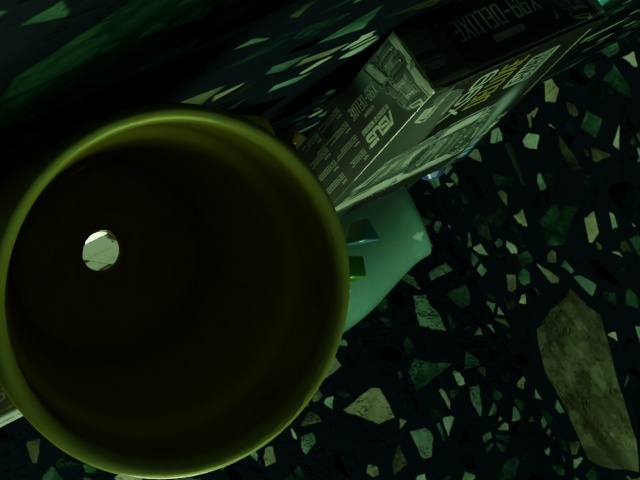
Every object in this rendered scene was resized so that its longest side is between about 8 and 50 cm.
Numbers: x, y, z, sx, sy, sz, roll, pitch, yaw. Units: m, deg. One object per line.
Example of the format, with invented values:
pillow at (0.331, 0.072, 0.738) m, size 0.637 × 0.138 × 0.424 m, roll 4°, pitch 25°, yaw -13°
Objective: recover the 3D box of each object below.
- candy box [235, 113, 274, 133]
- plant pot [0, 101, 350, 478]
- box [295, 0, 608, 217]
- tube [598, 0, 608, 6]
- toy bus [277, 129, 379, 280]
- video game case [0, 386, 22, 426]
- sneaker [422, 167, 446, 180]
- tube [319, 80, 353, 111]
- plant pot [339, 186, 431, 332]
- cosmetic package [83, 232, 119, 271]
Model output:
candy box at (-0.113, -0.088, 1.525) m, size 0.105 × 0.027 × 0.206 m, roll -23°, pitch 180°, yaw 10°
plant pot at (-0.137, 0.023, 1.181) m, size 0.254 × 0.254 × 0.239 m, roll -26°, pitch -165°, yaw -17°
box at (0.115, -0.144, 1.655) m, size 0.242 × 0.076 × 0.307 m, roll -26°, pitch 168°, yaw -34°
tube at (0.318, -0.291, 1.814) m, size 0.207 × 0.052 × 0.080 m, roll -34°, pitch -174°, yaw 23°
toy bus at (-0.048, -0.024, 1.894) m, size 0.104 × 0.191 × 0.202 m, roll -17°, pitch -178°, yaw 44°
video game case at (-0.356, 0.115, 1.772) m, size 0.173 × 0.190 × 0.022 m, roll -27°, pitch 145°, yaw 29°
sneaker at (0.133, -0.145, 2.042) m, size 0.111 × 0.131 × 0.296 m, roll -25°, pitch 178°, yaw 0°
tube at (0.050, -0.150, 1.785) m, size 0.240 × 0.062 × 0.070 m, roll 44°, pitch 66°, yaw -83°
plant pot at (0.000, 0.000, 2.172) m, size 0.255 × 0.272 × 0.271 m, roll -28°, pitch 179°, yaw -4°
cosmetic package at (-0.230, 0.001, 1.416) m, size 0.239 × 0.060 × 0.099 m, roll -27°, pitch 159°, yaw 16°
